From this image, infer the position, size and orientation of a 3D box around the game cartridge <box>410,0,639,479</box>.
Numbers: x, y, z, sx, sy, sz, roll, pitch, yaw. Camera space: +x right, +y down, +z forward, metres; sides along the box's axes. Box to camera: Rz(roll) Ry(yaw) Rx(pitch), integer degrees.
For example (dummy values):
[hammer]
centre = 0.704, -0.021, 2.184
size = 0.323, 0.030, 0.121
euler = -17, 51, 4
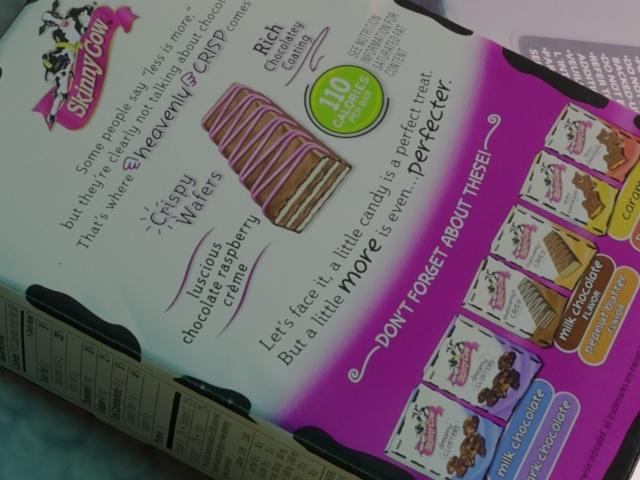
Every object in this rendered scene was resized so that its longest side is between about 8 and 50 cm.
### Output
[game cartridge]
centre = 0.136, 0.021, 0.680
size = 0.196, 0.060, 0.294
euler = -1, 62, -30

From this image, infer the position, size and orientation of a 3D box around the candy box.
[candy box]
centre = 0.000, 0.000, 0.563
size = 0.233, 0.071, 0.159
euler = 28, 61, 6
